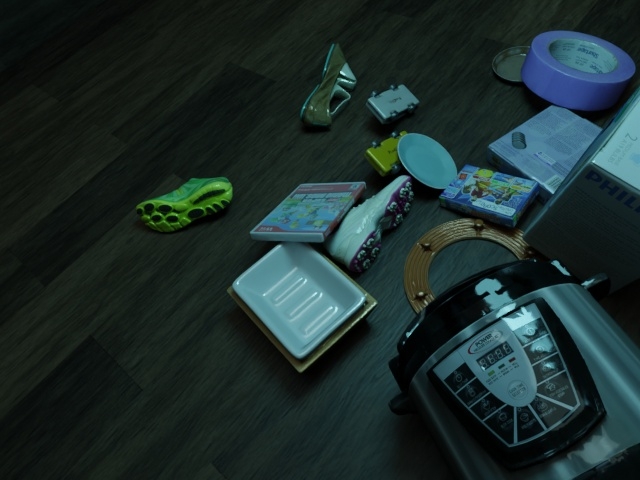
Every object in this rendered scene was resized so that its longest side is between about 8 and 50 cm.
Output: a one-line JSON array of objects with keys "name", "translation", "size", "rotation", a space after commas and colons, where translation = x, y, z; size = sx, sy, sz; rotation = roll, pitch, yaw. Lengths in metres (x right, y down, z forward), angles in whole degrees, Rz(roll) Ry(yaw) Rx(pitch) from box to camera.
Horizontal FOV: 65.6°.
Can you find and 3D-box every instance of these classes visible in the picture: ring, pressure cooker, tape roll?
[{"name": "ring", "translation": [0.362, 0.078, 1.154], "size": [0.336, 0.032, 0.337], "rotation": [-7, 54, 10]}, {"name": "pressure cooker", "translation": [0.335, 0.244, 0.842], "size": [0.369, 0.376, 0.421], "rotation": [-6, 48, -26]}, {"name": "tape roll", "translation": [0.708, -0.475, 1.377], "size": [0.274, 0.090, 0.275], "rotation": [2, 49, -2]}]

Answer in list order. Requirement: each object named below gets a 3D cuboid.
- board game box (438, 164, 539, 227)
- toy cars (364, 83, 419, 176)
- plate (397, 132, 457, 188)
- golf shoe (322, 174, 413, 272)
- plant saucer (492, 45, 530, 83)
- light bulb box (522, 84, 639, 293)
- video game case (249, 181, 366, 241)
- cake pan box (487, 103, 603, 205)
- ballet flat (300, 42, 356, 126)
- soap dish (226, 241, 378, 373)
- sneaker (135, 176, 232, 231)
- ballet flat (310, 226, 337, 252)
[{"name": "board game box", "translation": [0.421, -0.116, 1.248], "size": [0.201, 0.035, 0.136], "rotation": [25, 62, 40]}, {"name": "toy cars", "translation": [0.197, -0.311, 1.431], "size": [0.176, 0.087, 0.394], "rotation": [18, 52, -17]}, {"name": "plate", "translation": [0.284, -0.210, 1.336], "size": [0.188, 0.024, 0.188], "rotation": [14, 53, -19]}, {"name": "golf shoe", "translation": [0.123, -0.065, 1.267], "size": [0.140, 0.115, 0.306], "rotation": [25, 64, 31]}, {"name": "plant saucer", "translation": [0.615, -0.534, 1.524], "size": [0.168, 0.029, 0.169], "rotation": [-6, 55, 9]}, {"name": "light bulb box", "translation": [0.639, -0.128, 0.983], "size": [0.225, 0.361, 0.358], "rotation": [37, 75, 16]}, {"name": "video game case", "translation": [-0.025, -0.079, 1.275], "size": [0.203, 0.025, 0.285], "rotation": [2, 31, 28]}, {"name": "cake pan box", "translation": [0.613, -0.216, 1.277], "size": [0.245, 0.070, 0.267], "rotation": [-35, 54, -8]}, {"name": "ballet flat", "translation": [0.043, -0.491, 1.598], "size": [0.124, 0.116, 0.343], "rotation": [19, 60, 2]}, {"name": "soap dish", "translation": [-0.044, 0.142, 1.156], "size": [0.229, 0.118, 0.291], "rotation": [-40, 55, -15]}, {"name": "sneaker", "translation": [-0.389, -0.109, 1.446], "size": [0.295, 0.110, 0.124], "rotation": [-15, 28, 8]}, {"name": "ballet flat", "translation": [0.000, 0.000, 1.300], "size": [0.041, 0.041, 0.114], "rotation": [27, 65, 29]}]
